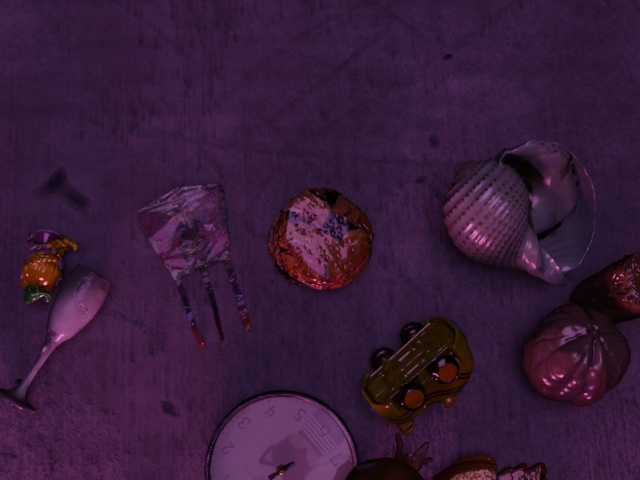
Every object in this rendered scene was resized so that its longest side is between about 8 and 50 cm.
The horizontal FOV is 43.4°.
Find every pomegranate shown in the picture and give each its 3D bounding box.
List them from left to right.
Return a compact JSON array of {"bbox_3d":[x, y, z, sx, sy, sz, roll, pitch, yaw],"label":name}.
[{"bbox_3d":[0.141,0.482,1.561,0.181,0.181,0.224,30,50,4],"label":"pomegranate"}]

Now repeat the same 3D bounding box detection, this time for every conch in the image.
[{"bbox_3d":[0.419,-0.062,1.716,0.303,0.215,0.319,-43,114,-5],"label":"conch"}]

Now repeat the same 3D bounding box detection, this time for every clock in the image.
[{"bbox_3d":[-0.077,0.468,1.644,0.324,0.067,0.325,1,77,-3],"label":"clock"}]

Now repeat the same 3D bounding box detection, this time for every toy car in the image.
[{"bbox_3d":[0.211,0.281,1.648,0.248,0.200,0.142,-40,113,3],"label":"toy car"}]

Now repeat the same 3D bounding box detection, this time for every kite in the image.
[{"bbox_3d":[-0.260,0.045,1.754,0.204,0.022,0.361,-21,78,-7],"label":"kite"}]

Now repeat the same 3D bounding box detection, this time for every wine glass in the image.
[{"bbox_3d":[-0.479,0.234,1.643,0.264,0.096,0.310,26,76,18],"label":"wine glass"}]

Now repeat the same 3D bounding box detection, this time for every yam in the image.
[{"bbox_3d":[0.626,0.105,1.666,0.128,0.238,0.129,31,72,2],"label":"yam"}]

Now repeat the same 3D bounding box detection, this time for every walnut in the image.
[{"bbox_3d":[0.521,0.238,1.651,0.224,0.224,0.224,1,77,-2],"label":"walnut"}]

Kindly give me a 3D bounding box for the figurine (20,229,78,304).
[{"bbox_3d":[-0.571,0.058,1.692,0.114,0.095,0.156,-5,59,17],"label":"figurine"}]

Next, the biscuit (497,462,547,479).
[{"bbox_3d":[0.419,0.517,1.678,0.129,0.019,0.120,12,77,1],"label":"biscuit"}]

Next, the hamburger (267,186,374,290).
[{"bbox_3d":[0.000,0.000,1.736,0.230,0.107,0.231,2,77,-10],"label":"hamburger"}]

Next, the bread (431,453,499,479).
[{"bbox_3d":[0.266,0.547,1.610,0.133,0.129,0.260,16,77,6],"label":"bread"}]
